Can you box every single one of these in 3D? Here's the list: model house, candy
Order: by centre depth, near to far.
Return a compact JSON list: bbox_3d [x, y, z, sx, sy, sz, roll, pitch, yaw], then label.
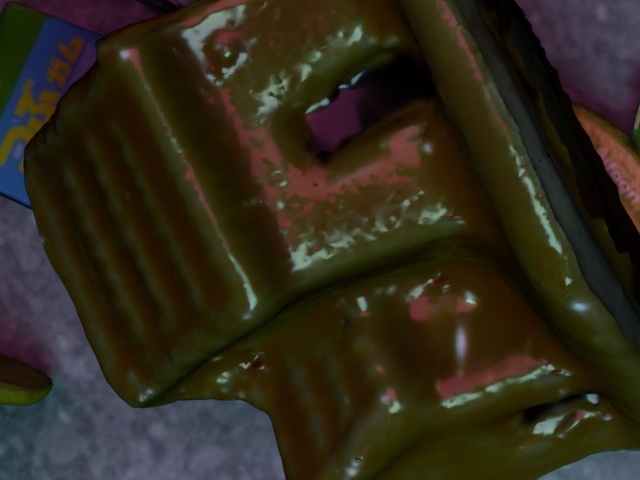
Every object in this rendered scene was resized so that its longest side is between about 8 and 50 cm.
[{"bbox_3d":[0.003,0.010,0.643,0.239,0.173,0.268,-24,93,15],"label":"model house"},{"bbox_3d":[-0.092,-0.043,0.786,0.194,0.062,0.097,24,88,19],"label":"candy"}]

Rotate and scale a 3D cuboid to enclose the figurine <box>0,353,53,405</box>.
[{"bbox_3d":[-0.158,0.249,0.727,0.284,0.204,0.338,18,98,12],"label":"figurine"}]

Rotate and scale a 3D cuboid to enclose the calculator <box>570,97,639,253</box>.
[{"bbox_3d":[0.098,0.017,0.733,0.235,0.032,0.146,-39,72,8],"label":"calculator"}]

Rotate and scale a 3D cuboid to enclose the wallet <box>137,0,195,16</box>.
[{"bbox_3d":[-0.091,-0.260,0.822,0.176,0.075,0.250,25,89,13],"label":"wallet"}]
